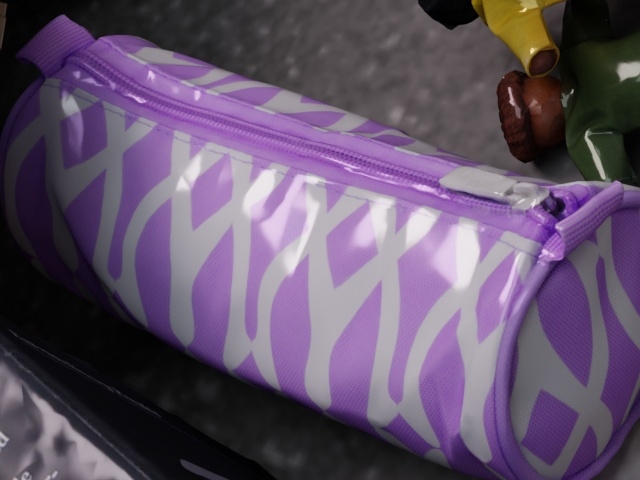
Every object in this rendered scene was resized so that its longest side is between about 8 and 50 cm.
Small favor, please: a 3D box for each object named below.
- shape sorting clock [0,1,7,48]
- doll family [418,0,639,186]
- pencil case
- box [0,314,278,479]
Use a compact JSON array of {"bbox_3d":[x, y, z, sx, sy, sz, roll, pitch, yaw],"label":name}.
[{"bbox_3d":[-0.123,0.014,0.531,0.206,0.040,0.206,-164,90,-74],"label":"shape sorting clock"},{"bbox_3d":[0.073,-0.108,0.517,0.111,0.076,0.193,-16,54,29],"label":"doll family"},{"bbox_3d":[0.000,0.000,0.491,0.206,0.088,0.086,17,56,38],"label":"pencil case"},{"bbox_3d":[-0.020,0.122,0.404,0.207,0.153,0.108,33,87,39],"label":"box"}]
